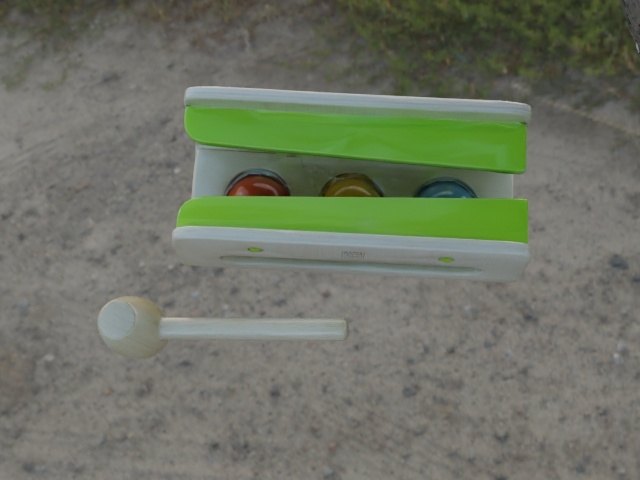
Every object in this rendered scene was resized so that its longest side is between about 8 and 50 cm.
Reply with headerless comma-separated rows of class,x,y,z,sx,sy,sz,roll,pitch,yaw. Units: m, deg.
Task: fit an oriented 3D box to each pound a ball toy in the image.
pound a ball toy,0.000,0.000,0.824,0.319,0.136,0.208,2,76,2

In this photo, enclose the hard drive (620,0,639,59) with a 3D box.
hard drive,0.231,-0.177,0.645,0.064,0.338,0.237,-21,19,10
